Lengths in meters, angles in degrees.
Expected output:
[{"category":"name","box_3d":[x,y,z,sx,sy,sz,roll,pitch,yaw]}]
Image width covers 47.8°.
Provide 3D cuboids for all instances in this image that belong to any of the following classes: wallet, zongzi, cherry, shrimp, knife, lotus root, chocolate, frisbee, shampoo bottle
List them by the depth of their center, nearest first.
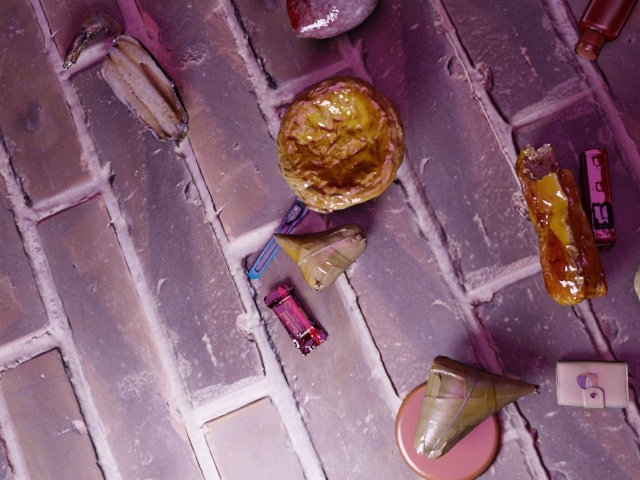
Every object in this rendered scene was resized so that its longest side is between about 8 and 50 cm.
[{"category":"zongzi","box_3d":[0.353,0.402,1.653,0.256,0.115,0.228,14,89,2]},{"category":"wallet","box_3d":[0.622,0.329,1.655,0.155,0.039,0.110,0,81,10]},{"category":"frisbee","box_3d":[0.300,0.454,1.714,0.250,0.021,0.251,-1,83,12]},{"category":"shampoo bottle","box_3d":[0.691,-0.558,1.720,0.102,0.064,0.260,28,90,12]},{"category":"zongzi","box_3d":[0.000,0.000,1.781,0.194,0.099,0.197,-42,74,5]},{"category":"cherry","box_3d":[0.030,-0.623,1.784,0.230,0.203,0.300,39,93,8]},{"category":"chocolate","box_3d":[-0.064,0.195,1.807,0.086,0.028,0.182,-38,80,-3]},{"category":"knife","box_3d":[-0.090,-0.022,1.834,0.044,0.026,0.297,34,91,0]},{"category":"lotus root","box_3d":[-0.444,-0.398,1.921,0.167,0.078,0.329,-42,79,28]},{"category":"shrimp","box_3d":[-0.619,-0.532,1.987,0.147,0.035,0.195,31,89,10]}]

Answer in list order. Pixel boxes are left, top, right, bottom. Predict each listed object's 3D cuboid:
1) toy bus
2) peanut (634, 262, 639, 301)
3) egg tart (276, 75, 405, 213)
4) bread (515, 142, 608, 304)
[{"category":"toy bus","box_3d":[0.638,-0.093,1.668,0.073,0.096,0.235,-4,82,13]},{"category":"peanut","box_3d":[0.785,0.030,1.620,0.101,0.117,0.263,33,94,34]},{"category":"egg tart","box_3d":[0.050,-0.234,1.778,0.341,0.129,0.341,-1,85,12]},{"category":"bread","box_3d":[0.536,-0.043,1.637,0.109,0.185,0.381,-13,81,3]}]
